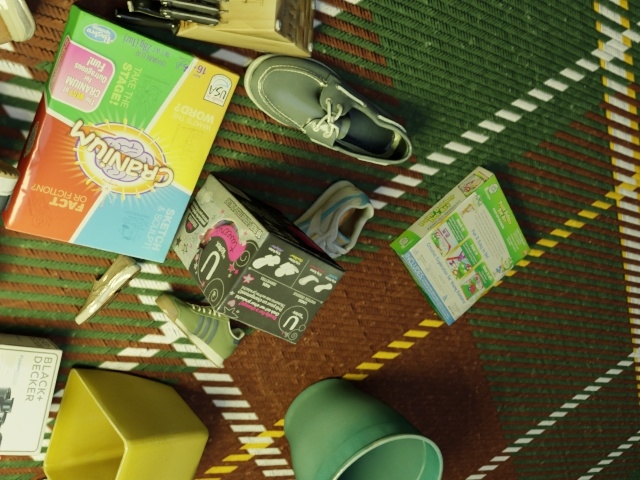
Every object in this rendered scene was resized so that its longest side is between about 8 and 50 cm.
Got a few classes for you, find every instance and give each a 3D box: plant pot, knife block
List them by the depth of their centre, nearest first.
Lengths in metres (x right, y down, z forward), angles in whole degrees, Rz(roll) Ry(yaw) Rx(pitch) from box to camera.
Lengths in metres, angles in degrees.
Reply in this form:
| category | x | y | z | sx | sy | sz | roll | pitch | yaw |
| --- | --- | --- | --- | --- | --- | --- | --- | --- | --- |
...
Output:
| category | x | y | z | sx | sy | sz | roll | pitch | yaw |
| --- | --- | --- | --- | --- | --- | --- | --- | --- | --- |
| knife block | -0.153 | -0.328 | 0.978 | 0.276 | 0.242 | 0.088 | -18 | 114 | -74 |
| plant pot | -0.318 | 0.353 | 1.180 | 0.187 | 0.212 | 0.212 | 5 | 113 | -45 |
| plant pot | 0.060 | 0.418 | 1.388 | 0.272 | 0.255 | 0.271 | -13 | 120 | -23 |

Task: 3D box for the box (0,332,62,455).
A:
| category | x | y | z | sx | sy | sz | roll | pitch | yaw |
| --- | --- | --- | --- | --- | --- | --- | --- | --- | --- |
| box | -0.543 | 0.214 | 1.007 | 0.290 | 0.087 | 0.169 | 15 | 86 | -35 |

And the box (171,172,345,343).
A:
| category | x | y | z | sx | sy | sz | roll | pitch | yaw |
| --- | --- | --- | --- | --- | --- | --- | --- | --- | --- |
| box | -0.110 | 0.024 | 1.085 | 0.163 | 0.247 | 0.142 | 28 | 98 | -37 |

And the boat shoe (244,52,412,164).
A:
| category | x | y | z | sx | sy | sz | roll | pitch | yaw |
| --- | --- | --- | --- | --- | --- | --- | --- | --- | --- |
| boat shoe | 0.025 | -0.207 | 1.134 | 0.319 | 0.099 | 0.116 | 22 | 103 | -36 |

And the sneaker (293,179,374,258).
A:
| category | x | y | z | sx | sy | sz | roll | pitch | yaw |
| --- | --- | --- | --- | --- | --- | --- | --- | --- | --- |
| sneaker | 0.000 | 0.000 | 1.235 | 0.087 | 0.092 | 0.228 | 34 | 97 | -39 |

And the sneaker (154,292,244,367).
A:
| category | x | y | z | sx | sy | sz | roll | pitch | yaw |
| --- | --- | --- | --- | --- | --- | --- | --- | --- | --- |
| sneaker | -0.203 | 0.137 | 1.214 | 0.086 | 0.064 | 0.192 | -44 | 129 | -12 |

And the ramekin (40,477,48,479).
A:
| category | x | y | z | sx | sy | sz | roll | pitch | yaw |
| --- | --- | --- | --- | --- | --- | --- | --- | --- | --- |
| ramekin | -0.463 | 0.552 | 1.235 | 0.277 | 0.135 | 0.277 | -14 | 121 | -24 |

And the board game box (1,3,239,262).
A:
| category | x | y | z | sx | sy | sz | roll | pitch | yaw |
| --- | --- | --- | --- | --- | --- | --- | --- | --- | --- |
| board game box | -0.288 | -0.141 | 1.011 | 0.242 | 0.064 | 0.316 | 15 | 107 | -35 |

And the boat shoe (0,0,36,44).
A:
| category | x | y | z | sx | sy | sz | roll | pitch | yaw |
| --- | --- | --- | --- | --- | --- | --- | --- | --- | --- |
| boat shoe | -0.443 | -0.359 | 0.773 | 0.116 | 0.123 | 0.324 | -28 | 124 | -12 |

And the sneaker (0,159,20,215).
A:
| category | x | y | z | sx | sy | sz | roll | pitch | yaw |
| --- | --- | --- | --- | --- | --- | --- | --- | --- | --- |
| sneaker | -0.508 | -0.052 | 0.790 | 0.282 | 0.099 | 0.153 | 17 | 103 | -39 |

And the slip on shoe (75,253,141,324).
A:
| category | x | y | z | sx | sy | sz | roll | pitch | yaw |
| --- | --- | --- | --- | --- | --- | --- | --- | --- | --- |
| slip on shoe | -0.346 | 0.077 | 1.111 | 0.135 | 0.051 | 0.041 | -44 | 89 | 8 |

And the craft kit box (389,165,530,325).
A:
| category | x | y | z | sx | sy | sz | roll | pitch | yaw |
| --- | --- | --- | --- | --- | --- | --- | --- | --- | --- |
| craft kit box | 0.296 | 0.016 | 1.439 | 0.247 | 0.061 | 0.250 | -39 | 128 | -3 |
